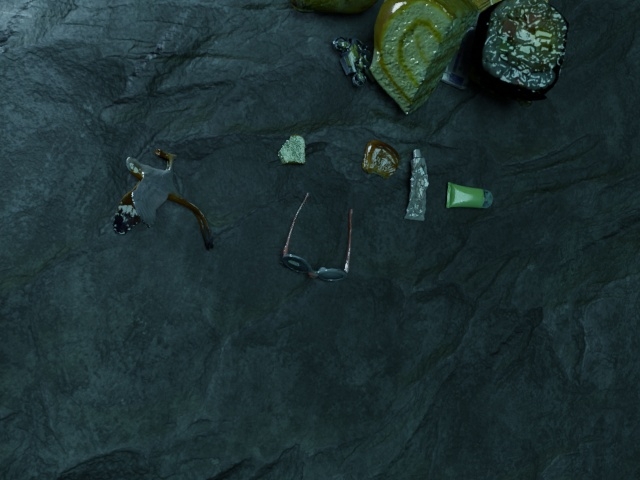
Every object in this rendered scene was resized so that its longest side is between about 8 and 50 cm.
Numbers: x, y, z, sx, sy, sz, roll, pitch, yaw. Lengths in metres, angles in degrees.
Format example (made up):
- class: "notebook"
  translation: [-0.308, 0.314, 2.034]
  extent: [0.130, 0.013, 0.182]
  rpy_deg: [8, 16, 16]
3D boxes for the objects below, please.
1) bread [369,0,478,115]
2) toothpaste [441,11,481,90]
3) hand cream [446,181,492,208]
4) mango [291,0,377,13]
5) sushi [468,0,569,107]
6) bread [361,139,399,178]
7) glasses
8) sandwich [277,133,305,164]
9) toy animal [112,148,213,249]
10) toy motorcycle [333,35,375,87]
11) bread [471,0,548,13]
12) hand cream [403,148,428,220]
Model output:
- class: "bread"
  translation: [0.304, -0.652, 1.712]
  extent: [0.264, 0.395, 0.239]
  rpy_deg: [37, 48, 9]
- class: "toothpaste"
  translation: [0.536, -0.707, 1.897]
  extent: [0.099, 0.068, 0.282]
  rpy_deg: [19, 94, 15]
- class: "hand cream"
  translation: [0.552, -0.160, 1.899]
  extent: [0.175, 0.046, 0.095]
  rpy_deg: [5, 89, -9]
- class: "mango"
  translation: [0.062, -0.856, 1.718]
  extent: [0.330, 0.175, 0.176]
  rpy_deg: [-7, 59, 4]
- class: "sushi"
  translation: [0.678, -0.660, 1.827]
  extent: [0.329, 0.285, 0.327]
  rpy_deg: [9, 90, -1]
- class: "bread"
  translation: [0.217, -0.287, 1.807]
  extent: [0.129, 0.044, 0.126]
  rpy_deg: [20, 85, -18]
- class: "glasses"
  translation: [0.000, 0.000, 1.748]
  extent: [0.234, 0.118, 0.268]
  rpy_deg: [18, 65, -13]
- class: "sandwich"
  translation: [-0.095, -0.306, 1.723]
  extent: [0.093, 0.036, 0.104]
  rpy_deg: [3, 88, -15]
- class: "toy animal"
  translation: [-0.457, -0.138, 1.578]
  extent: [0.284, 0.225, 0.301]
  rpy_deg: [10, 75, -34]
- class: "toy motorcycle"
  translation: [0.129, -0.632, 1.778]
  extent: [0.124, 0.061, 0.193]
  rpy_deg: [-33, 99, -21]
- class: "bread"
  translation: [0.712, -0.916, 1.913]
  extent: [0.289, 0.119, 0.152]
  rpy_deg: [-10, 95, -14]
- class: "hand cream"
  translation: [0.348, -0.199, 1.842]
  extent: [0.084, 0.050, 0.256]
  rpy_deg: [3, 92, -18]
